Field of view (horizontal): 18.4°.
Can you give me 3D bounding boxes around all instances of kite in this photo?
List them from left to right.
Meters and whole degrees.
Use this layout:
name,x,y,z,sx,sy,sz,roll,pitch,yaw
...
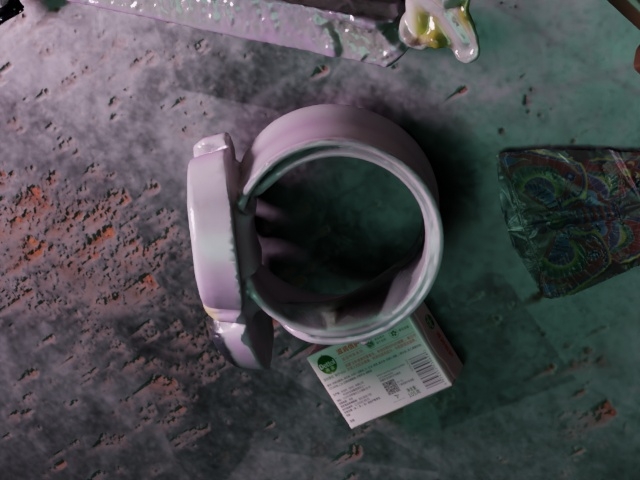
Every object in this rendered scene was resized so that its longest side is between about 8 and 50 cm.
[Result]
name,x,y,z,sx,sy,sz,roll,pitch,yaw
kite,0.301,-0.034,1.768,0.285,0.015,0.152,-10,112,27

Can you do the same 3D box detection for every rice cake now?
name,x,y,z,sx,sy,sz,roll,pitch,yaw
rice cake,-0.084,-0.219,1.794,0.365,0.073,0.056,13,120,15

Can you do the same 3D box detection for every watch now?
name,x,y,z,sx,sy,sz,roll,pitch,yaw
watch,0.000,0.000,1.827,0.231,0.196,0.244,-9,111,1

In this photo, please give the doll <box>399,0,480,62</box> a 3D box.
name,x,y,z,sx,sy,sz,roll,pitch,yaw
doll,0.083,-0.354,1.595,0.348,0.161,0.423,48,124,10

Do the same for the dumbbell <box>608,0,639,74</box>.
name,x,y,z,sx,sy,sz,roll,pitch,yaw
dumbbell,0.245,-0.223,1.661,0.231,0.082,0.092,43,119,-2

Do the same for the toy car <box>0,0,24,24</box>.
name,x,y,z,sx,sy,sz,roll,pitch,yaw
toy car,-0.334,-0.282,1.855,0.070,0.080,0.171,-19,106,29

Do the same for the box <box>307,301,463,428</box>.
name,x,y,z,sx,sy,sz,roll,pitch,yaw
box,0.062,0.118,1.907,0.125,0.043,0.089,-25,103,28
